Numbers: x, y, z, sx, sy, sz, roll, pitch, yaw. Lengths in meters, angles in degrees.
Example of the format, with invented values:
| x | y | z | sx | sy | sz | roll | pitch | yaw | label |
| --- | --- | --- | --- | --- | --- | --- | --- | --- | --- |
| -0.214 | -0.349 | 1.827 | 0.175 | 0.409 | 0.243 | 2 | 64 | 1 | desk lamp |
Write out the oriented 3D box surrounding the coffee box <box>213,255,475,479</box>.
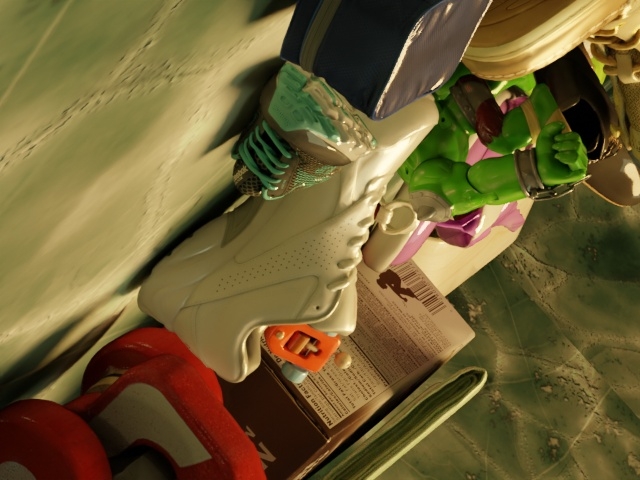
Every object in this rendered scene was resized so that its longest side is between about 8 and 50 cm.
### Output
| x | y | z | sx | sy | sz | roll | pitch | yaw | label |
| --- | --- | --- | --- | --- | --- | --- | --- | --- | --- |
| -0.015 | 0.123 | 1.426 | 0.168 | 0.119 | 0.297 | -45 | 171 | 29 | coffee box |

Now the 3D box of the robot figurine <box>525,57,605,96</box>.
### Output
| x | y | z | sx | sy | sz | roll | pitch | yaw | label |
| --- | --- | --- | --- | --- | --- | --- | --- | --- | --- |
| 0.248 | -0.170 | 1.703 | 0.101 | 0.067 | 0.115 | -42 | 175 | 12 | robot figurine |

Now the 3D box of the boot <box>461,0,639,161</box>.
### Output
| x | y | z | sx | sy | sz | roll | pitch | yaw | label |
| --- | --- | --- | --- | --- | --- | --- | --- | --- | --- |
| 0.189 | -0.121 | 1.079 | 0.262 | 0.095 | 0.203 | -43 | 134 | -31 | boot |

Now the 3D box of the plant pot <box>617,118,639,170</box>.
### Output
| x | y | z | sx | sy | sz | roll | pitch | yaw | label |
| --- | --- | --- | --- | --- | --- | --- | --- | --- | --- |
| 0.454 | -0.198 | 1.421 | 0.341 | 0.341 | 0.334 | -36 | 147 | -44 | plant pot |

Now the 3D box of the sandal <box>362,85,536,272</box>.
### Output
| x | y | z | sx | sy | sz | roll | pitch | yaw | label |
| --- | --- | --- | --- | --- | --- | --- | --- | --- | --- |
| 0.147 | -0.060 | 1.523 | 0.169 | 0.102 | 0.416 | -59 | 174 | 23 | sandal |

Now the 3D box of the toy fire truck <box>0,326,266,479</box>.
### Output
| x | y | z | sx | sy | sz | roll | pitch | yaw | label |
| --- | --- | --- | --- | --- | --- | --- | --- | --- | --- |
| -0.134 | 0.221 | 1.147 | 0.302 | 0.254 | 0.169 | -41 | 176 | 32 | toy fire truck |

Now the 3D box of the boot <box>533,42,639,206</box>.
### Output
| x | y | z | sx | sy | sz | roll | pitch | yaw | label |
| --- | --- | --- | --- | --- | --- | --- | --- | --- | --- |
| 0.246 | -0.081 | 1.548 | 0.077 | 0.198 | 0.137 | -31 | -152 | 16 | boot |

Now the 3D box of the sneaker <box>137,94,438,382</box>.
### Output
| x | y | z | sx | sy | sz | roll | pitch | yaw | label |
| --- | --- | --- | --- | --- | --- | --- | --- | --- | --- |
| 0.000 | 0.000 | 1.104 | 0.232 | 0.115 | 0.090 | -42 | 174 | 11 | sneaker |

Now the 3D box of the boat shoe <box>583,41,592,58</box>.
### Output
| x | y | z | sx | sy | sz | roll | pitch | yaw | label |
| --- | --- | --- | --- | --- | --- | --- | --- | --- | --- |
| 0.331 | -0.242 | 1.614 | 0.267 | 0.088 | 0.096 | -41 | 174 | -9 | boat shoe |

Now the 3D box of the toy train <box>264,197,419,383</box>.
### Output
| x | y | z | sx | sy | sz | roll | pitch | yaw | label |
| --- | --- | --- | --- | --- | --- | --- | --- | --- | --- |
| -0.008 | 0.018 | 1.235 | 0.166 | 0.125 | 0.046 | -58 | -154 | 22 | toy train |

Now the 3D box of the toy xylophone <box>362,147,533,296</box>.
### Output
| x | y | z | sx | sy | sz | roll | pitch | yaw | label |
| --- | --- | --- | --- | --- | --- | --- | --- | --- | --- |
| 0.176 | -0.045 | 2.034 | 0.323 | 0.081 | 0.236 | -28 | 149 | -52 | toy xylophone |

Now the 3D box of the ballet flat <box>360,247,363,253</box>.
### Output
| x | y | z | sx | sy | sz | roll | pitch | yaw | label |
| --- | --- | --- | --- | --- | --- | --- | --- | --- | --- |
| 0.003 | 0.094 | 2.038 | 0.232 | 0.073 | 0.080 | -39 | 173 | -21 | ballet flat |

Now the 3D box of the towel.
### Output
| x | y | z | sx | sy | sz | roll | pitch | yaw | label |
| --- | --- | --- | --- | --- | --- | --- | --- | --- | --- |
| 0.034 | 0.195 | 1.505 | 0.248 | 0.038 | 0.325 | -39 | 173 | -3 | towel |

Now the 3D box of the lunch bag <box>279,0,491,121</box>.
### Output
| x | y | z | sx | sy | sz | roll | pitch | yaw | label |
| --- | --- | --- | --- | --- | --- | --- | --- | --- | --- |
| 0.030 | -0.105 | 0.787 | 0.098 | 0.065 | 0.067 | -31 | 153 | -56 | lunch bag |

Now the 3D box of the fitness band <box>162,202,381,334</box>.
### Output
| x | y | z | sx | sy | sz | roll | pitch | yaw | label |
| --- | --- | --- | --- | --- | --- | --- | --- | --- | --- |
| -0.063 | 0.057 | 1.469 | 0.291 | 0.054 | 0.209 | -41 | 172 | -9 | fitness band |

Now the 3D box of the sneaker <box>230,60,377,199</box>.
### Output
| x | y | z | sx | sy | sz | roll | pitch | yaw | label |
| --- | --- | --- | --- | --- | --- | --- | --- | --- | --- |
| -0.015 | -0.050 | 0.927 | 0.076 | 0.065 | 0.166 | -38 | 173 | 5 | sneaker |

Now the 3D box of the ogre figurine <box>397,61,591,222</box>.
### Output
| x | y | z | sx | sy | sz | roll | pitch | yaw | label |
| --- | --- | --- | --- | --- | --- | --- | --- | --- | --- |
| 0.100 | -0.077 | 1.173 | 0.118 | 0.197 | 0.097 | -26 | 145 | 4 | ogre figurine |
